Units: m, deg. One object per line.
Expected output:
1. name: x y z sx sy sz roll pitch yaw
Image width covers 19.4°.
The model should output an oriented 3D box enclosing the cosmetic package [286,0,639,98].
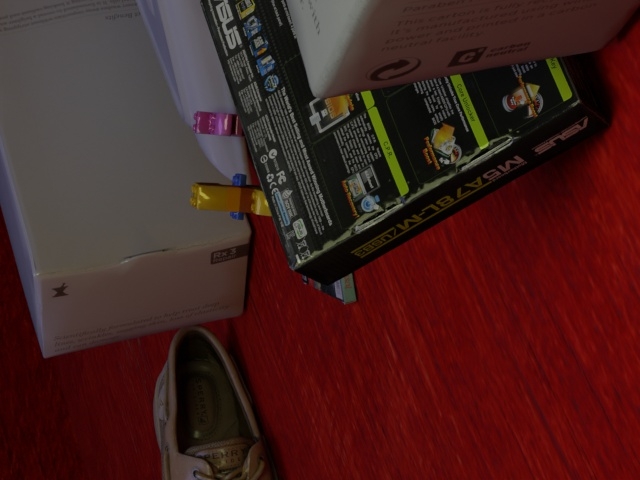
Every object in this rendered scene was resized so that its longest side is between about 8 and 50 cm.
1. cosmetic package: 0.084 -0.253 0.727 0.453 0.161 0.230 122 135 -69

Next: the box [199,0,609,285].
1. box: 0.038 -0.099 1.012 0.045 0.184 0.190 29 -144 -56

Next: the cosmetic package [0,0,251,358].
1. cosmetic package: -0.223 -0.094 1.878 0.156 0.217 0.385 100 156 -56

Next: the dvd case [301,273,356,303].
1. dvd case: 0.000 0.000 1.513 0.119 0.013 0.087 -156 56 -73

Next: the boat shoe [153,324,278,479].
1. boat shoe: -0.104 0.241 1.868 0.110 0.122 0.341 97 158 -52

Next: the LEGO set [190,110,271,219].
1. LEGO set: -0.061 -0.057 1.504 0.227 0.093 0.087 -163 77 -72

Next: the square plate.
1. square plate: -0.147 -0.266 1.677 0.347 0.049 0.344 80 170 -46
